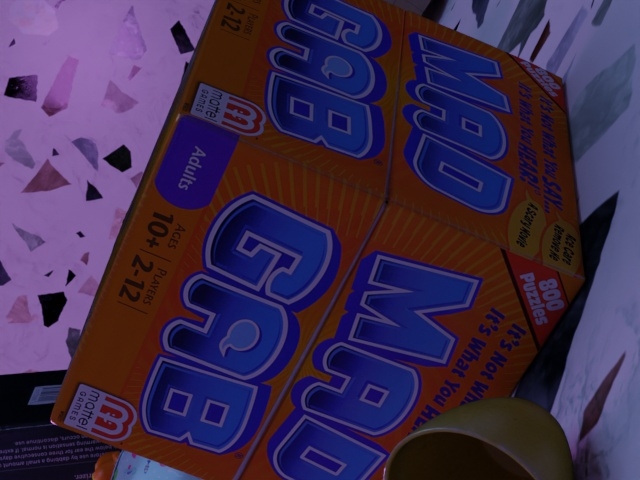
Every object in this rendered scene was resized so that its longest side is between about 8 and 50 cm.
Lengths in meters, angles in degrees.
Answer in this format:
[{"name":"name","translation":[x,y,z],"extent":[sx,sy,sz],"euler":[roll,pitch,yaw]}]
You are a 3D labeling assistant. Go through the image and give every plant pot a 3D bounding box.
[{"name":"plant pot","translation":[0.126,0.163,0.983],"extent":[0.095,0.134,0.134],"euler":[-42,-14,-47]}]

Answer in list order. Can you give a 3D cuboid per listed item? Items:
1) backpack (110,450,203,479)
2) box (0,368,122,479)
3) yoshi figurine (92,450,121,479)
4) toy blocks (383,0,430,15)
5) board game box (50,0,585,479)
[{"name":"backpack","translation":[-0.167,0.339,1.762],"extent":[0.254,0.191,0.225],"euler":[-2,63,42]},{"name":"box","translation":[-0.411,0.484,2.349],"extent":[0.480,0.298,0.471],"euler":[-144,51,-81]},{"name":"yoshi figurine","translation":[-0.149,0.284,2.072],"extent":[0.362,0.203,0.203],"euler":[-39,40,2]},{"name":"toy blocks","translation":[0.126,-0.431,2.341],"extent":[0.261,0.191,0.381],"euler":[-57,10,1]},{"name":"board game box","translation":[0.000,0.000,1.325],"extent":[0.356,0.356,0.356],"euler":[-81,15,-56]}]
